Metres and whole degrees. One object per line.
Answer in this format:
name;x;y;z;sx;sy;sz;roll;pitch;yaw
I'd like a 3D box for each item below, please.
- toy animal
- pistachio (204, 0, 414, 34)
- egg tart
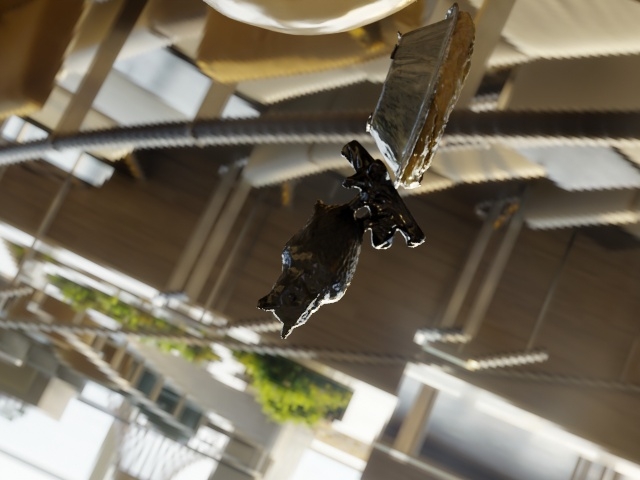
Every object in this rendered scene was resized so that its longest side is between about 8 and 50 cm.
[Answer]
toy animal;-0.004;0.002;1.280;0.117;0.210;0.121;22;148;50
pistachio;-0.022;-0.237;0.701;0.238;0.229;0.321;-7;-161;-7
egg tart;0.116;-0.176;1.452;0.094;0.234;0.234;18;165;0
